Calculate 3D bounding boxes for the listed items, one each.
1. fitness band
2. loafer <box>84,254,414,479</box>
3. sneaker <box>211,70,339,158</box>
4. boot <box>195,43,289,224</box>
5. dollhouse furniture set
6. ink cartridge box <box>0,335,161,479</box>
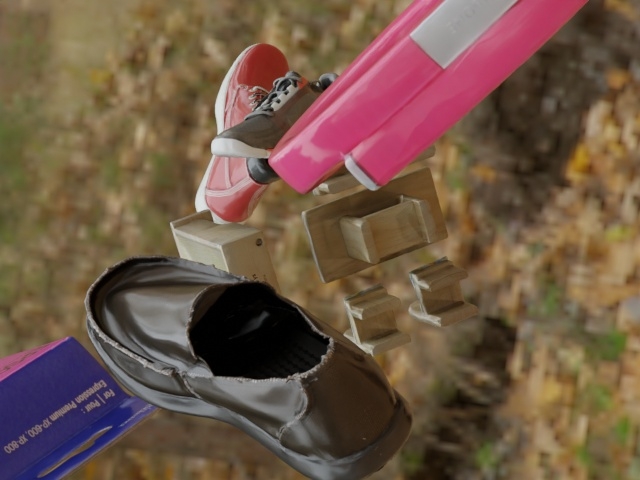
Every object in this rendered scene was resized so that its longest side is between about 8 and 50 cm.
[{"bbox_3d":[0.087,-0.126,1.093,0.291,0.054,0.209,-41,7,26],"label":"fitness band"},{"bbox_3d":[-0.044,0.045,0.970,0.220,0.080,0.078,20,145,42],"label":"loafer"},{"bbox_3d":[-0.035,-0.105,1.594,0.061,0.158,0.065,5,106,36],"label":"sneaker"},{"bbox_3d":[-0.053,-0.146,2.150,0.176,0.088,0.244,-44,28,51],"label":"boot"},{"bbox_3d":[0.000,0.000,1.898,0.161,0.242,0.212,17,125,68],"label":"dollhouse furniture set"},{"bbox_3d":[-0.272,0.146,1.299,0.371,0.176,0.069,-16,102,39],"label":"ink cartridge box"}]
